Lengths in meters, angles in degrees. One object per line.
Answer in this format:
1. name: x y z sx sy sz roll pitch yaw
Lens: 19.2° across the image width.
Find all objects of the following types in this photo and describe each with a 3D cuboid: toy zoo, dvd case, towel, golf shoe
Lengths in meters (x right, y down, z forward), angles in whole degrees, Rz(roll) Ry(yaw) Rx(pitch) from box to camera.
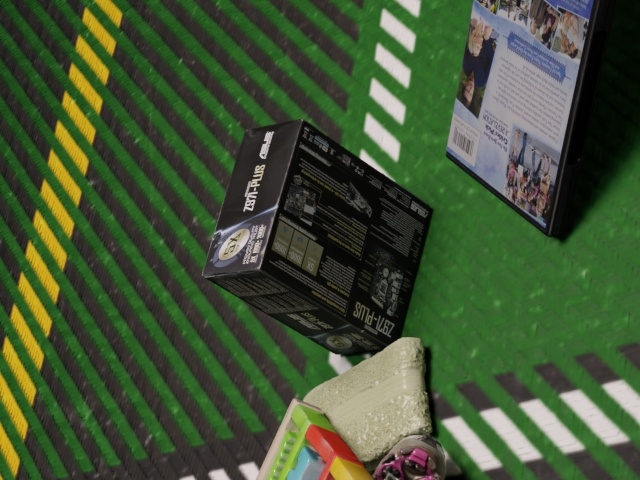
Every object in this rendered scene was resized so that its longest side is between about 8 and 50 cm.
1. toy zoo: -0.017 0.260 1.539 0.192 0.030 0.293 -66 18 6
2. dvd case: 0.178 -0.152 1.607 0.180 0.022 0.253 44 131 52
3. towel: 0.036 0.154 1.654 0.148 0.027 0.110 -31 45 31
4. golf shoe: 0.054 0.244 1.552 0.186 0.067 0.086 -62 -7 14

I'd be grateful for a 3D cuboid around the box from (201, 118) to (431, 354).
1. box: 0.000 0.000 1.676 0.077 0.180 0.147 -7 61 45
